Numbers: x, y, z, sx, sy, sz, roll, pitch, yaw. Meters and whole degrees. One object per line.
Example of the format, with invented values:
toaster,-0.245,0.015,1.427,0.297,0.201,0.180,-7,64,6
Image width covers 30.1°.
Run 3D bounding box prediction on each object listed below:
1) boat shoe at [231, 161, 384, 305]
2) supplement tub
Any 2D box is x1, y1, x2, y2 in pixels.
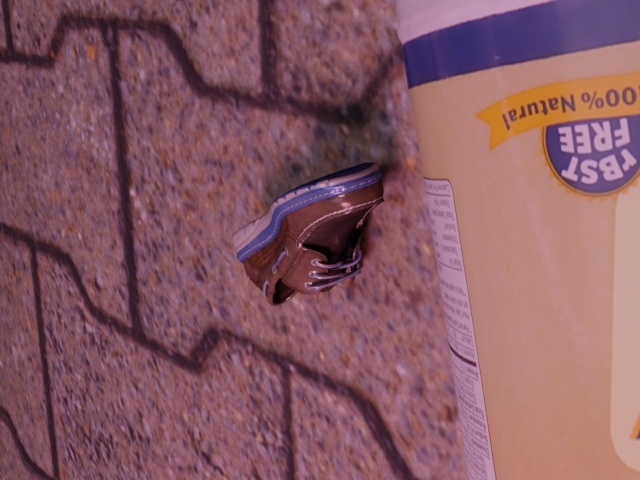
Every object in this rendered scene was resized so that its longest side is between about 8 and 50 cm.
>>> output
boat shoe,0.000,0.000,0.793,0.066,0.066,0.183,68,155,6
supplement tub,0.159,0.037,0.416,0.228,0.228,0.316,-2,99,56
